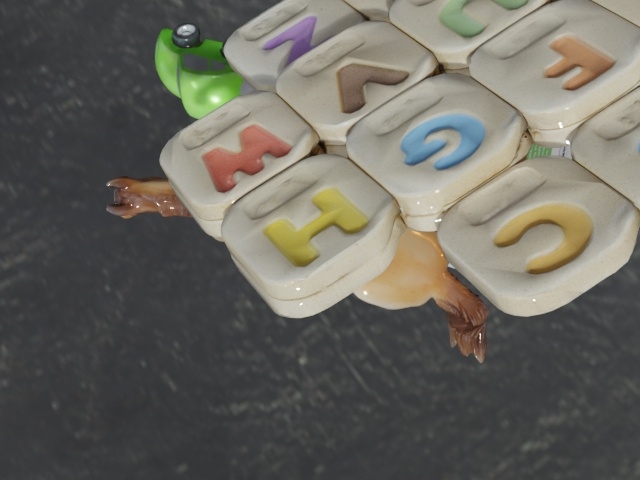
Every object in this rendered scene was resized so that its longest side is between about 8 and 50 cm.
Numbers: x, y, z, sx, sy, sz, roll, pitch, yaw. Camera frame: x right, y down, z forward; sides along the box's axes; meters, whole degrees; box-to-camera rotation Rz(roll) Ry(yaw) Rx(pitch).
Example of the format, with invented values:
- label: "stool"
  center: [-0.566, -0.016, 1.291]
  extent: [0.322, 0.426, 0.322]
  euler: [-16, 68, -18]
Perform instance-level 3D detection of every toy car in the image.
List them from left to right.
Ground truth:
- label: "toy car"
  center: [-0.032, -0.104, 1.264]
  extent: [0.239, 0.225, 0.053]
  euler: [83, 30, -47]

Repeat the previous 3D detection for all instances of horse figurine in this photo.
- label: "horse figurine"
  center: [0.000, 0.000, 1.026]
  extent: [0.263, 0.174, 0.066]
  euler: [23, 88, -7]

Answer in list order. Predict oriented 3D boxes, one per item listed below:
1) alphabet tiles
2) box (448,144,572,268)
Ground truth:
- label: "alphabet tiles"
  center: [0.076, -0.079, 0.659]
  extent: [0.284, 0.278, 0.021]
  euler: [-32, 125, -8]
- label: "box"
  center: [0.206, -0.122, 1.422]
  extent: [0.322, 0.058, 0.232]
  euler: [-31, 134, -57]
